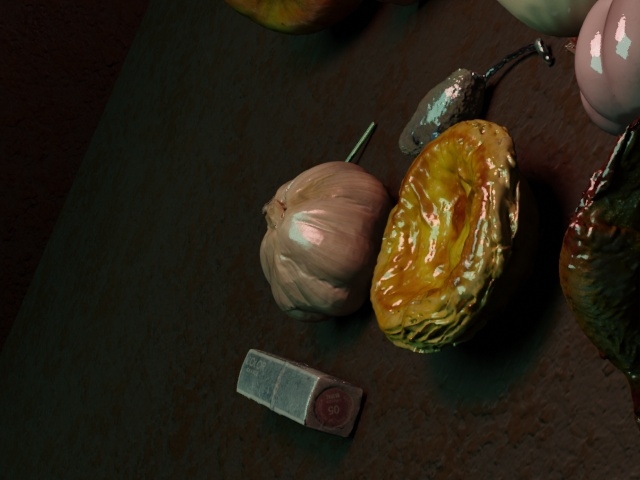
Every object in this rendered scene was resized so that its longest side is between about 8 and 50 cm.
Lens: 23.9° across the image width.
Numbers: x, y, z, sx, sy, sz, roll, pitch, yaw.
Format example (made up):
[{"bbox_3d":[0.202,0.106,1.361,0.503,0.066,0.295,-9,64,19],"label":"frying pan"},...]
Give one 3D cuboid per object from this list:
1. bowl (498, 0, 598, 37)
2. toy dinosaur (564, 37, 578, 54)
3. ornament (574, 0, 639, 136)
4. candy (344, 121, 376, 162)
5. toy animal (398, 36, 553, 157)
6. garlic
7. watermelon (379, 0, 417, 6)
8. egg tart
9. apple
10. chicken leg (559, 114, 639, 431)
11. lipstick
[{"bbox_3d":[0.303,-0.298,1.521,0.277,0.145,0.277,-37,-6,-4],"label":"bowl"},{"bbox_3d":[0.315,-0.235,1.663,0.108,0.032,0.220,-65,25,7],"label":"toy dinosaur"},{"bbox_3d":[0.327,-0.172,1.403,0.177,0.177,0.177,-49,31,43],"label":"ornament"},{"bbox_3d":[0.024,-0.092,2.215,0.201,0.060,0.060,-55,26,17],"label":"candy"},{"bbox_3d":[0.193,-0.182,1.877,0.253,0.070,0.079,-38,73,34],"label":"toy animal"},{"bbox_3d":[-0.001,-0.002,2.050,0.228,0.152,0.228,-38,42,44],"label":"garlic"},{"bbox_3d":[0.094,-0.452,2.164,0.148,0.226,0.318,-18,22,33],"label":"watermelon"},{"bbox_3d":[0.164,0.002,1.713,0.295,0.116,0.295,-51,29,44],"label":"egg tart"},{"bbox_3d":[-0.036,-0.469,2.358,0.309,0.277,0.250,-4,52,50],"label":"apple"},{"bbox_3d":[0.299,0.008,1.321,0.083,0.177,0.322,-80,15,-79],"label":"chicken leg"},{"bbox_3d":[-0.035,0.203,2.057,0.290,0.076,0.077,10,83,67],"label":"lipstick"}]
